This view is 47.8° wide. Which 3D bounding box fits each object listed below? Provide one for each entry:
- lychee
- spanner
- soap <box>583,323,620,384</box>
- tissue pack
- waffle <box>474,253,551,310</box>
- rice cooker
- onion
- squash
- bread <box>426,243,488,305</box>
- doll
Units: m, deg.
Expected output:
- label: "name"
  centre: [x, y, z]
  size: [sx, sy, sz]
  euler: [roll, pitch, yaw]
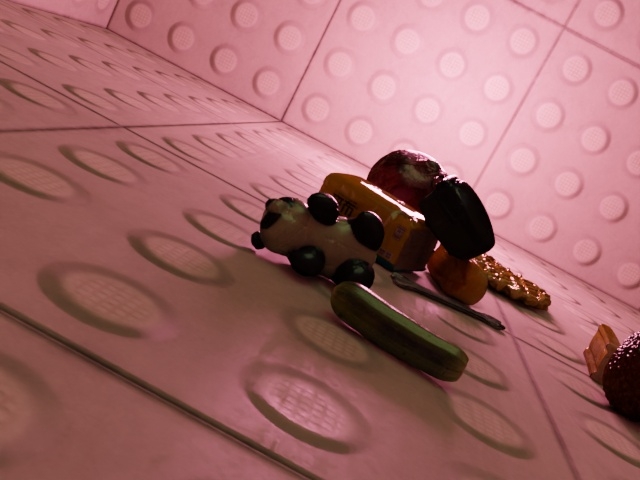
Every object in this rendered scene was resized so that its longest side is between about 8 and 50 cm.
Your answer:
- label: "lychee"
  centre: [0.654, 0.276, 1.421]
  size: [0.194, 0.195, 0.194]
  euler: [26, 12, -6]
- label: "spanner"
  centre: [0.280, 0.132, 1.572]
  size: [0.301, 0.018, 0.071]
  euler: [24, 12, -18]
- label: "soap"
  centre: [0.659, 0.260, 1.693]
  size: [0.037, 0.092, 0.252]
  euler: [28, 12, 13]
- label: "tissue pack"
  centre: [0.135, -0.046, 1.715]
  size: [0.270, 0.134, 0.192]
  euler: [34, 14, 28]
- label: "waffle"
  centre: [0.537, 0.111, 2.132]
  size: [0.312, 0.060, 0.307]
  euler: [38, 15, 35]
- label: "rice cooker"
  centre: [0.308, -0.052, 1.625]
  size: [0.203, 0.118, 0.142]
  euler: [57, 30, 4]
- label: "onion"
  centre: [0.270, -0.152, 2.188]
  size: [0.276, 0.276, 0.276]
  euler: [26, 12, -6]
- label: "squash"
  centre: [0.113, 0.135, 1.075]
  size: [0.228, 0.066, 0.066]
  euler: [31, 12, 14]
- label: "bread"
  centre: [0.325, 0.071, 1.733]
  size: [0.094, 0.102, 0.245]
  euler: [28, 13, -13]
- label: "doll"
  centre: [0.001, 0.002, 1.249]
  size: [0.234, 0.144, 0.135]
  euler: [21, -10, -23]
